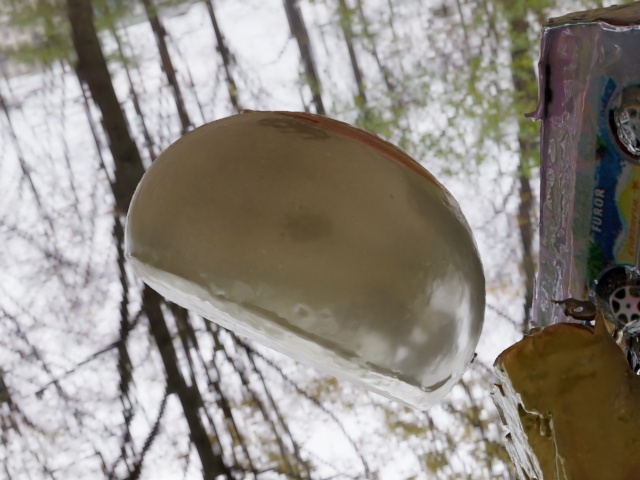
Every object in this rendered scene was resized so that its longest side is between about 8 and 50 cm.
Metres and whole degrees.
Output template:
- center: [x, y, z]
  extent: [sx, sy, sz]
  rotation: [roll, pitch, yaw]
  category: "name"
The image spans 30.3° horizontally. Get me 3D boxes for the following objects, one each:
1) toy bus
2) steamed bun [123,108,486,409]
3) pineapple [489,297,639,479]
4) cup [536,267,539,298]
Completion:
- center: [0.244, -0.039, 0.954]
  extent: [0.112, 0.317, 0.138]
  rotation: [-21, -153, -37]
  category: "toy bus"
- center: [0.000, 0.000, 0.891]
  extent: [0.283, 0.283, 0.177]
  rotation: [14, -102, 56]
  category: "steamed bun"
- center: [0.166, 0.151, 0.661]
  extent: [0.114, 0.236, 0.186]
  rotation: [-28, -152, 3]
  category: "pineapple"
- center: [0.261, 0.045, 1.137]
  extent: [0.099, 0.102, 0.074]
  rotation: [12, -156, 17]
  category: "cup"
